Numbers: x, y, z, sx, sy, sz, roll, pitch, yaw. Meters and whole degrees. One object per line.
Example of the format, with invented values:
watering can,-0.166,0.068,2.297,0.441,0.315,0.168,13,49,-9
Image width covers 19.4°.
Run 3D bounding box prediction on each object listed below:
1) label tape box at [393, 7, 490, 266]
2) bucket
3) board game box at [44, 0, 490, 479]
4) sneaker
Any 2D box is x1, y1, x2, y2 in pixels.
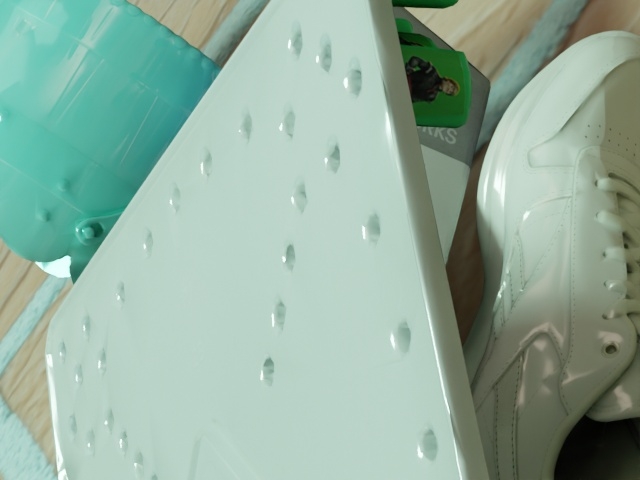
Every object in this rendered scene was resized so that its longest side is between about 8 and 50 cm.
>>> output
label tape box,0.000,0.000,1.064,0.240,0.106,0.334,120,169,-51
bucket,-0.178,-0.073,1.329,0.183,0.281,0.281,-56,30,-4
board game box,-0.015,0.139,0.736,0.390,0.050,0.390,132,134,-54
sneaker,0.142,0.038,0.943,0.152,0.114,0.305,4,70,46
